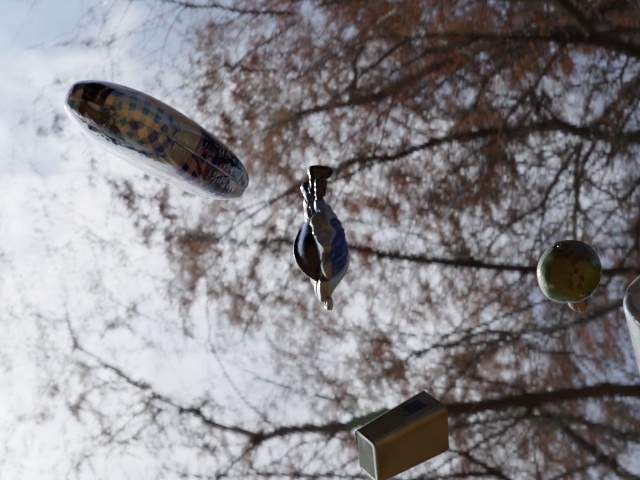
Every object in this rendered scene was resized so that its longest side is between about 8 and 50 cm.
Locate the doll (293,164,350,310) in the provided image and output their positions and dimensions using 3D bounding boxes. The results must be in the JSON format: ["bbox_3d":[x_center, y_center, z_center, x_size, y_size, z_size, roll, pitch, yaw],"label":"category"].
[{"bbox_3d":[0.000,0.000,1.176,0.070,0.195,0.096,0,-32,-9],"label":"doll"}]

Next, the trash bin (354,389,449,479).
[{"bbox_3d":[0.085,0.205,0.980,0.043,0.092,0.061,29,-46,49],"label":"trash bin"}]

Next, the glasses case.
[{"bbox_3d":[-0.176,-0.108,1.078,0.125,0.327,0.076,26,-92,16],"label":"glasses case"}]

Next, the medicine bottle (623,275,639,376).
[{"bbox_3d":[0.459,0.193,1.172,0.110,0.110,0.352,-11,-55,21],"label":"medicine bottle"}]

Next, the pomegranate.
[{"bbox_3d":[0.274,0.036,1.034,0.073,0.073,0.084,-17,-29,25],"label":"pomegranate"}]
